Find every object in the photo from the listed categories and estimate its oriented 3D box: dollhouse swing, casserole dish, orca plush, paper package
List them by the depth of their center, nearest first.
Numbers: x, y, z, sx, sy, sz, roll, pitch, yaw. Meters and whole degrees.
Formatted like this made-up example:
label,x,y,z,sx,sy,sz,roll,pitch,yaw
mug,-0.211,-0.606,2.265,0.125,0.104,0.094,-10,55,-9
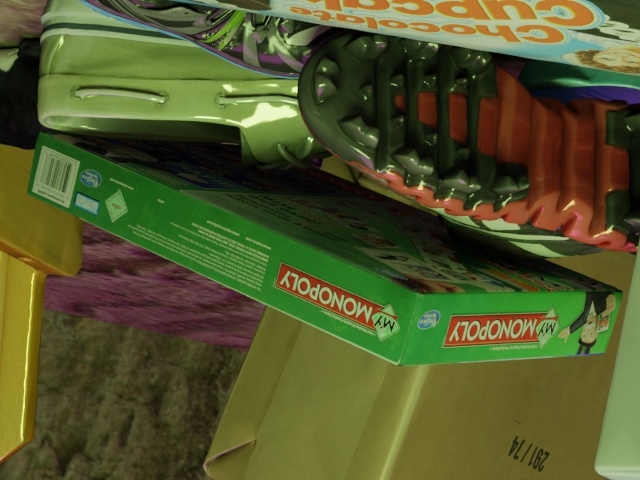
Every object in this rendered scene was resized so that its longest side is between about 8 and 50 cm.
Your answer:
label,x,y,z,sx,sy,sz,roll,pitch,yaw
casserole dish,0.202,-0.087,1.167,0.188,0.037,0.114,17,168,-40
orca plush,-0.142,-0.072,1.381,0.287,0.102,0.151,9,171,1
paper package,0.108,0.103,1.508,0.168,0.310,0.325,20,180,40
dollhouse swing,-0.421,0.030,1.658,0.346,0.305,0.315,8,171,15

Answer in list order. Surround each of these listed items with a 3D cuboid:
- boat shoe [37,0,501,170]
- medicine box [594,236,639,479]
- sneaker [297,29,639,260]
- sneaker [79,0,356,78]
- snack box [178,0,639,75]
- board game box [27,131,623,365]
label,x,y,z,sx,sy,sz,roll,pitch,yaw
boat shoe,-0.031,-0.091,1.191,0.302,0.094,0.109,9,170,2
medicine box,0.314,0.043,1.064,0.149,0.264,0.289,-1,160,46
sneaker,0.090,-0.047,1.090,0.276,0.098,0.135,14,164,-31
sneaker,-0.048,-0.135,1.032,0.188,0.067,0.078,13,173,-13
snack box,0.034,-0.148,0.895,0.321,0.060,0.187,9,171,1
board game box,0.000,0.000,1.176,0.317,0.046,0.213,23,-167,38
